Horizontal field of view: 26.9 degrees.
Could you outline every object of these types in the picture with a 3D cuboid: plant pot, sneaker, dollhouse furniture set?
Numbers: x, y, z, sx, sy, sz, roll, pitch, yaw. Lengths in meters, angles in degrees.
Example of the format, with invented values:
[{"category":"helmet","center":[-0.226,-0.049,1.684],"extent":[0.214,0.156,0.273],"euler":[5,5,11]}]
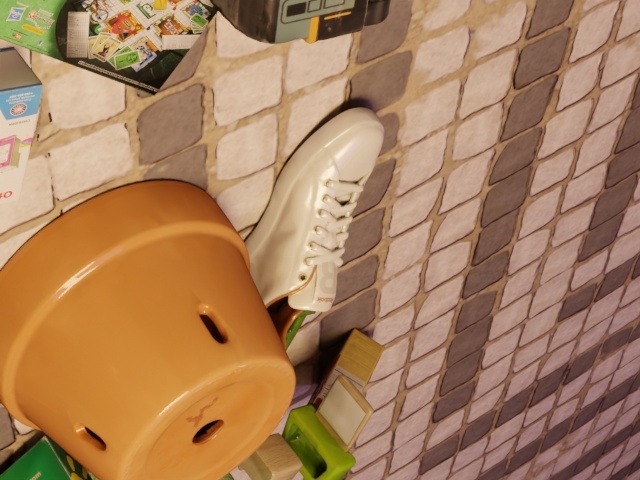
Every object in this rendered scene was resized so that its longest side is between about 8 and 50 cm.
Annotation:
[{"category":"plant pot","center":[-0.161,0.117,1.292],"extent":[0.291,0.203,0.291],"euler":[-30,150,-20]},{"category":"sneaker","center":[0.000,0.000,1.414],"extent":[0.106,0.123,0.290],"euler":[3,127,-49]},{"category":"dollhouse furniture set","center":[-0.107,0.193,1.464],"extent":[0.301,0.197,0.151],"euler":[-10,139,-45]}]

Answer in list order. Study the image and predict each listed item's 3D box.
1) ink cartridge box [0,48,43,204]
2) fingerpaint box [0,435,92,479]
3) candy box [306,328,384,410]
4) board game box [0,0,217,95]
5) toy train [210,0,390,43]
[{"category":"ink cartridge box","center":[-0.274,-0.081,1.043],"extent":[0.088,0.052,0.122],"euler":[-17,144,-38]},{"category":"fingerpaint box","center":[-0.353,0.460,1.559],"extent":[0.445,0.163,0.371],"euler":[-42,150,3]},{"category":"candy box","center":[0.016,0.202,1.685],"extent":[0.109,0.053,0.187],"euler":[-59,178,28]},{"category":"board game box","center":[-0.177,-0.199,1.026],"extent":[0.136,0.030,0.259],"euler":[-48,151,16]},{"category":"toy train","center":[0.014,-0.298,1.002],"extent":[0.190,0.142,0.334],"euler":[-19,140,-27]}]
